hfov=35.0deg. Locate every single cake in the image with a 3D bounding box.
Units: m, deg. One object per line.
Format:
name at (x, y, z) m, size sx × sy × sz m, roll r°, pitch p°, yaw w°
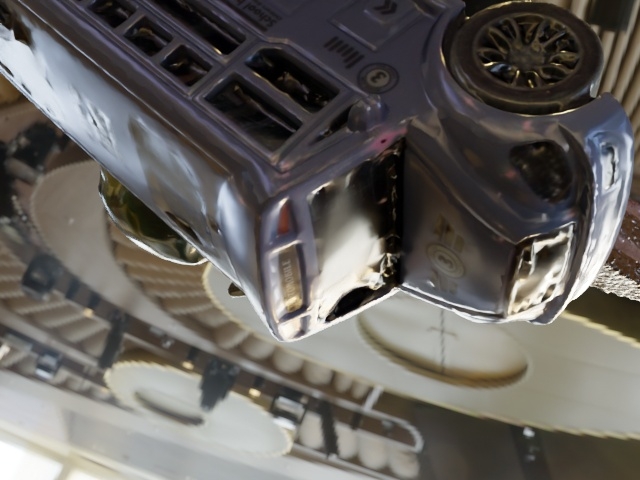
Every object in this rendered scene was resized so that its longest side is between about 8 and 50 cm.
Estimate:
cake at (0.364, -0.001, 1.257) m, size 0.295 × 0.116 × 0.113 m, roll 17°, pitch -16°, yaw -24°

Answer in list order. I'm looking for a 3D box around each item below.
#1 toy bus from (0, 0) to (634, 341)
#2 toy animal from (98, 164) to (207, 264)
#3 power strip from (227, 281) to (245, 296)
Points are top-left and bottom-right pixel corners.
toy bus at (-0.024, -0.062, 0.414) m, size 0.292 × 0.133 × 0.125 m, roll 39°, pitch -24°, yaw 26°
toy animal at (-0.131, -0.115, 1.075) m, size 0.216 × 0.338 × 0.191 m, roll -35°, pitch -51°, yaw 17°
power strip at (0.000, 0.001, 1.670) m, size 0.251 × 0.257 × 0.092 m, roll -7°, pitch -51°, yaw 43°
